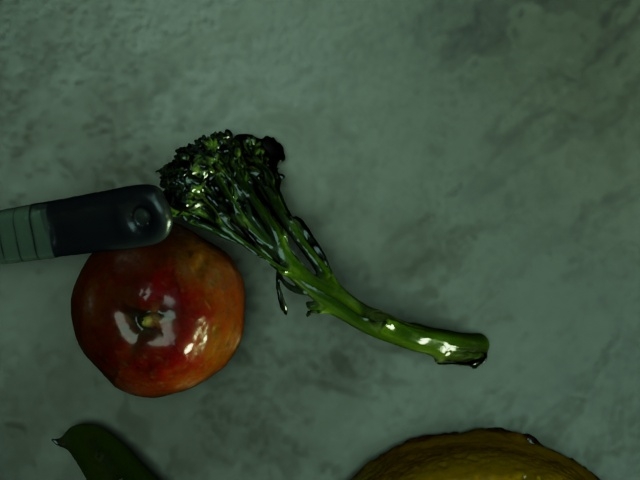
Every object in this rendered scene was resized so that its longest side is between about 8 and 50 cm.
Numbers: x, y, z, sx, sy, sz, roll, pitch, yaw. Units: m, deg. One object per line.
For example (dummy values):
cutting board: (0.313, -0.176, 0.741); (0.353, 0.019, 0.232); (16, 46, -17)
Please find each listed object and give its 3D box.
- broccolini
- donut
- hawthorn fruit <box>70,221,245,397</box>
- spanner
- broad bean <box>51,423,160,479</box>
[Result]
broccolini: (0.007, 0.005, 1.022); (0.271, 0.062, 0.123); (31, 50, -14)
donut: (0.079, 0.216, 1.001); (0.259, 0.101, 0.152); (-35, 84, -2)
hawthorn fruit: (-0.119, 0.050, 1.000); (0.125, 0.140, 0.125); (12, 117, 26)
spanner: (-0.238, 0.006, 0.999); (0.316, 0.024, 0.087); (-7, 101, 24)
broad bean: (-0.086, 0.246, 1.038); (0.297, 0.043, 0.060); (46, 75, 0)
